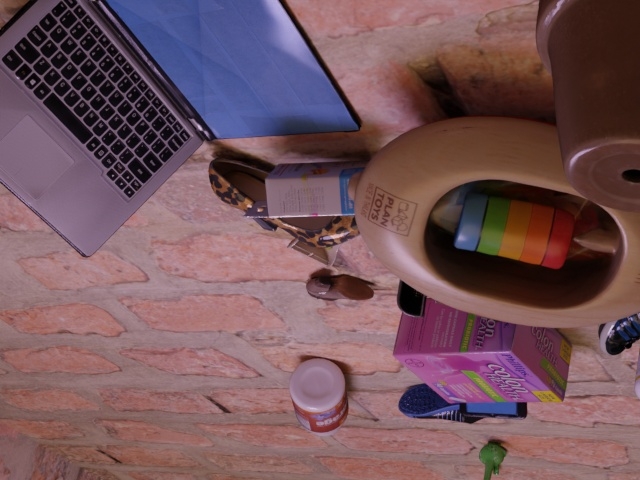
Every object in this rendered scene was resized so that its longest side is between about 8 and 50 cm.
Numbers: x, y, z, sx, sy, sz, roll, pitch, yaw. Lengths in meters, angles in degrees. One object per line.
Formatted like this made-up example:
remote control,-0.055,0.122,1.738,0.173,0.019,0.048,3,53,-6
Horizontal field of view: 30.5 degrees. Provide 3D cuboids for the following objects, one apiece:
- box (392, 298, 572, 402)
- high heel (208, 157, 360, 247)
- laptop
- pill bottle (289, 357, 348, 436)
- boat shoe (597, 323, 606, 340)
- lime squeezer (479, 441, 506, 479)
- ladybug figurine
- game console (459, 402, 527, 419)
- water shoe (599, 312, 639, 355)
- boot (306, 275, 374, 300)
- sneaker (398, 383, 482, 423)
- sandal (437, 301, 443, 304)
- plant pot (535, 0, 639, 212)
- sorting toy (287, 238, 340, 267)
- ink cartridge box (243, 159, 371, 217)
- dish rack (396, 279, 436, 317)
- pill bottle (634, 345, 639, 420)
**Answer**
box,0.294,0.199,2.119,0.243,0.117,0.213,-7,146,36
high heel,-0.044,-0.069,1.803,0.261,0.093,0.186,1,153,36
laptop,-0.224,-0.163,1.572,0.236,0.408,0.382,38,171,40
pill bottle,0.000,0.349,2.555,0.121,0.121,0.216,10,153,10
boat shoe,0.505,0.151,1.992,0.056,0.049,0.152,15,153,3
lime squeezer,0.402,0.518,2.708,0.059,0.110,0.310,-11,178,13
ladybug figurine,0.260,-0.040,1.574,0.449,0.162,0.305,15,127,2
game console,0.327,0.287,2.306,0.144,0.085,0.124,-2,149,29
water shoe,0.507,0.131,1.849,0.080,0.073,0.203,50,143,29
boot,0.032,0.093,2.141,0.118,0.042,0.087,18,159,-4
sneaker,0.274,0.348,2.456,0.232,0.081,0.090,-12,136,40
sandal,0.270,0.082,1.976,0.180,0.072,0.049,7,131,25
plant pot,0.350,-0.162,1.272,0.263,0.229,0.263,13,153,7
sorting toy,0.000,0.000,1.975,0.083,0.045,0.075,27,144,-21
ink cartridge box,-0.018,-0.076,1.721,0.181,0.061,0.104,-2,-165,10
dish rack,0.262,0.026,1.733,0.272,0.074,0.208,11,109,7
pill bottle,0.573,0.215,1.930,0.103,0.184,0.103,12,154,6
